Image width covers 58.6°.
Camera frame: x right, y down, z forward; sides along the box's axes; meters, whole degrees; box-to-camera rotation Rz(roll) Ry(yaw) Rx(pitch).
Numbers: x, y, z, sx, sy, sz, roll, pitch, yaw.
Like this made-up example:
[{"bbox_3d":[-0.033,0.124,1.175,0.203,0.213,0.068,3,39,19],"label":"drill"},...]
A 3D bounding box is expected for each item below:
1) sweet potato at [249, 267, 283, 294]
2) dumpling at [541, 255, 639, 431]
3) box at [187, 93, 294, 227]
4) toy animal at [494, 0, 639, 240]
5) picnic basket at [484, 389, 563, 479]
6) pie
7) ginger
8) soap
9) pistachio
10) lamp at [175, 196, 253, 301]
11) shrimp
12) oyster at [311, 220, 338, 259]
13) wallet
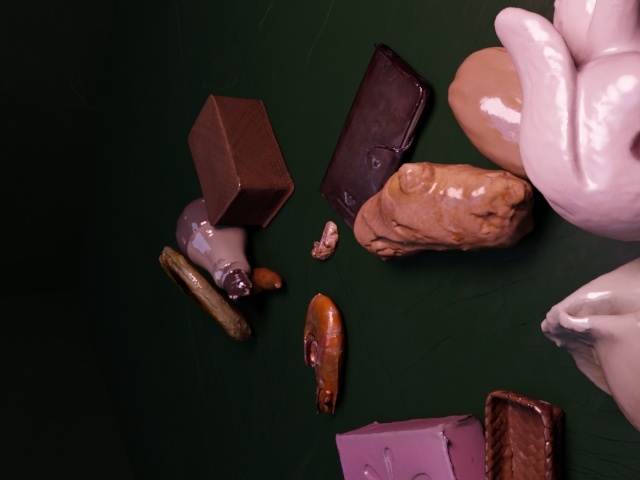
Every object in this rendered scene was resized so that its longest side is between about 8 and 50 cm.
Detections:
[{"bbox_3d":[-0.162,0.100,1.401,0.273,0.067,0.067,-2,92,56],"label":"sweet potato"},{"bbox_3d":[0.380,0.119,0.510,0.320,0.211,0.270,-136,49,-57],"label":"dumpling"},{"bbox_3d":[-0.196,-0.182,1.347,0.184,0.143,0.274,-46,56,47],"label":"box"},{"bbox_3d":[0.277,-0.148,0.545,0.249,0.289,0.174,43,147,-4],"label":"toy animal"},{"bbox_3d":[0.286,0.307,0.796,0.110,0.054,0.194,5,98,55],"label":"picnic basket"},{"bbox_3d":[-0.300,0.132,1.447,0.323,0.070,0.323,42,168,12],"label":"pie"},{"bbox_3d":[0.158,-0.041,0.860,0.354,0.189,0.126,-20,49,62],"label":"ginger"},{"bbox_3d":[0.172,0.446,0.934,0.285,0.107,0.296,-32,69,49],"label":"soap"},{"bbox_3d":[0.253,-0.159,0.724,0.226,0.135,0.136,50,132,35],"label":"pistachio"},{"bbox_3d":[-0.258,0.031,1.399,0.182,0.181,0.314,-54,39,43],"label":"lamp"},{"bbox_3d":[0.004,0.235,1.185,0.150,0.068,0.249,171,99,-67],"label":"shrimp"},{"bbox_3d":[0.000,0.000,1.179,0.080,0.038,0.083,15,107,55],"label":"oyster"},{"bbox_3d":[0.089,-0.170,1.028,0.172,0.045,0.318,56,137,37],"label":"wallet"}]
